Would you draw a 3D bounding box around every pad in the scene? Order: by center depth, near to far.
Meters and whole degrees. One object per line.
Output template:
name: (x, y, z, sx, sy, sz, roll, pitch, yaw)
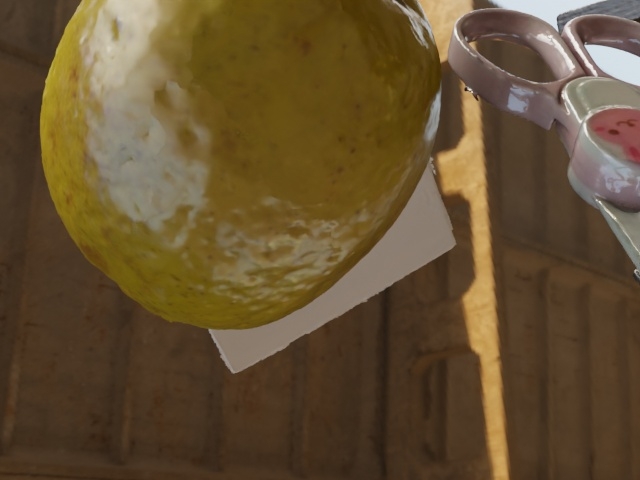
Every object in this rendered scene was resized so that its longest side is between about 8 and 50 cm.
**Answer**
pad: (0.000, 0.000, 0.805, 0.232, 0.004, 0.156, -29, -59, -11)

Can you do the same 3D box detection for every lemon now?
lemon: (-0.037, -0.055, 0.444, 0.170, 0.207, 0.170, 32, -155, -17)

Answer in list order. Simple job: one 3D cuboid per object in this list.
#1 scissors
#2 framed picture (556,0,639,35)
scissors: (0.134, -0.035, 0.421, 0.118, 0.030, 0.242, 0, -141, -11)
framed picture: (0.282, -0.175, 0.740, 0.169, 0.128, 0.023, -10, -88, -36)
